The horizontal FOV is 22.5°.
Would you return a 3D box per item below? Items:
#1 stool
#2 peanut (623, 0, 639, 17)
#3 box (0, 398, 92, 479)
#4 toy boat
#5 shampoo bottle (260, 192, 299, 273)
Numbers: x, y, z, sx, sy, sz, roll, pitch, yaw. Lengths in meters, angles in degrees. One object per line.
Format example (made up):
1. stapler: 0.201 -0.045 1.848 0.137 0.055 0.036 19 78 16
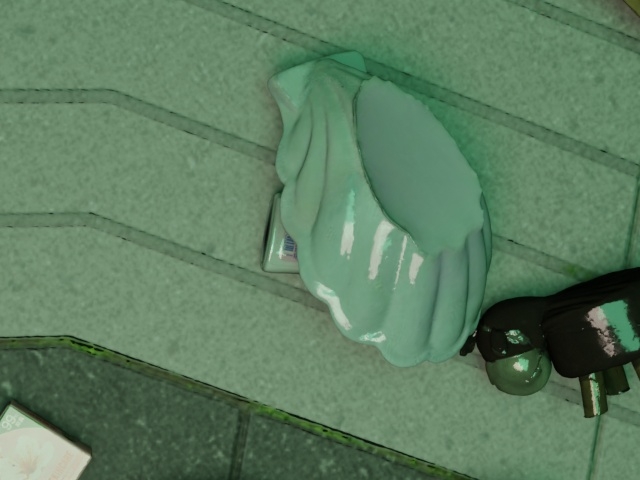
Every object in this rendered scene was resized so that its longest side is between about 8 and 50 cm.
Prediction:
1. stool: 0.237 0.094 1.447 0.217 0.125 0.121 -18 96 1
2. peanut: 0.304 -0.258 1.444 0.290 0.130 0.130 32 87 -8
3. box: -0.268 0.214 1.407 0.089 0.043 0.125 32 86 -8
4. toy boat: 0.063 -0.038 1.397 0.199 0.100 0.290 -21 80 -37
5. shampoo bottle: 0.000 0.000 1.444 0.099 0.043 0.072 10 84 -10
